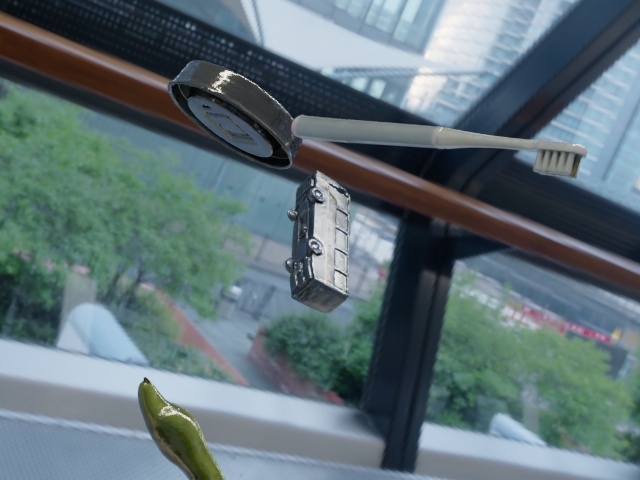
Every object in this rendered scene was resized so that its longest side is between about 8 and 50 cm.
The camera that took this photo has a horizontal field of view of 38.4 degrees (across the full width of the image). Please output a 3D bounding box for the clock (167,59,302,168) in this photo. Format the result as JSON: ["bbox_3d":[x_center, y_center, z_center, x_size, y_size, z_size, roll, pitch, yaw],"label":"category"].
[{"bbox_3d":[-0.105,-0.158,1.163,0.184,0.040,0.184,29,-13,7],"label":"clock"}]

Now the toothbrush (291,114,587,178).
[{"bbox_3d":[0.097,-0.095,0.879,0.342,0.030,0.025,14,-2,43],"label":"toothbrush"}]

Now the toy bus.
[{"bbox_3d":[0.000,0.000,1.003,0.065,0.047,0.166,29,41,-25],"label":"toy bus"}]

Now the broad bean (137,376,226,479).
[{"bbox_3d":[-0.195,0.354,1.435,0.325,0.067,0.075,60,-32,-2],"label":"broad bean"}]
